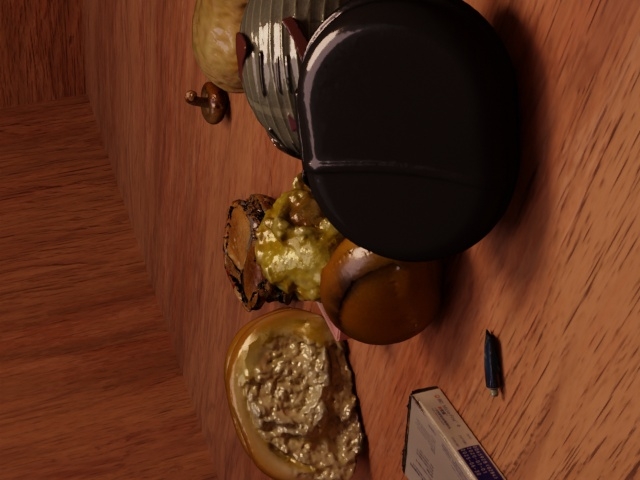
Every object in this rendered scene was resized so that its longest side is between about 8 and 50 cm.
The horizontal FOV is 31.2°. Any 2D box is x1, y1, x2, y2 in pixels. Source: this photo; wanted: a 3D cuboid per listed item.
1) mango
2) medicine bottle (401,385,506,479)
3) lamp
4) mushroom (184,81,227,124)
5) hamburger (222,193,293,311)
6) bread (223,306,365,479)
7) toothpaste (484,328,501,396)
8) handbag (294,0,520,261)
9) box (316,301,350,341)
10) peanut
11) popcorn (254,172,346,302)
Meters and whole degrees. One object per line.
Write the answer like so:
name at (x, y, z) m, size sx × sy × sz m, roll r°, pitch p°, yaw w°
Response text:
mango at (0.083, 0.050, 1.492) m, size 0.236 × 0.166 × 0.136 m, roll 103°, pitch 144°, yaw -55°
medicine bottle at (0.177, 0.325, 1.563) m, size 0.201 × 0.052 × 0.171 m, roll -127°, pitch 30°, yaw -50°
lamp at (0.005, -0.223, 1.421) m, size 0.233 × 0.233 × 0.265 m, roll 45°, pitch 158°, yaw 59°
mushroom at (-0.227, -0.282, 2.324) m, size 0.129 × 0.073 × 0.088 m, roll 9°, pitch -98°, yaw -74°
hamburger at (-0.113, 0.020, 2.153) m, size 0.231 × 0.107 × 0.231 m, roll 172°, pitch 90°, yaw -73°
bread at (-0.069, 0.272, 2.016) m, size 0.270 × 0.211 × 0.315 m, roll -175°, pitch 77°, yaw -72°
toothpaste at (0.210, 0.152, 1.405) m, size 0.027 × 0.019 × 0.083 m, roll -73°, pitch -24°, yaw -77°
handbag at (0.090, -0.122, 1.253) m, size 0.093 × 0.254 × 0.308 m, roll -47°, pitch -44°, yaw -59°
box at (0.044, 0.089, 1.748) m, size 0.043 × 0.089 × 0.125 m, roll 96°, pitch 153°, yaw -43°
peanut at (-0.103, -0.362, 1.764) m, size 0.192 × 0.170 × 0.387 m, roll 64°, pitch 158°, yaw 22°
popcorn at (-0.001, -0.003, 1.681) m, size 0.155 × 0.198 × 0.197 m, roll 113°, pitch 141°, yaw -61°
